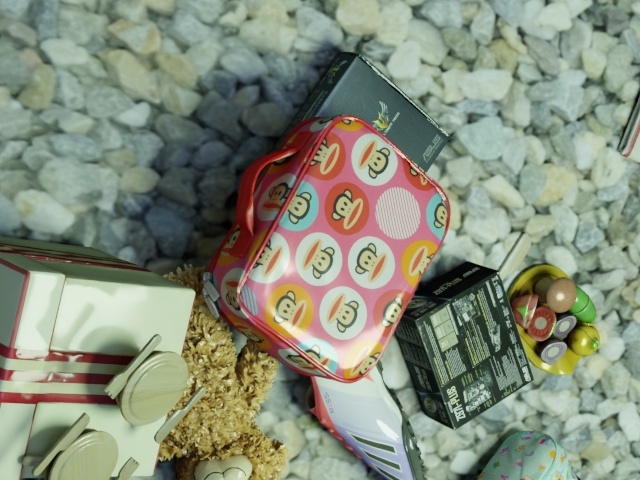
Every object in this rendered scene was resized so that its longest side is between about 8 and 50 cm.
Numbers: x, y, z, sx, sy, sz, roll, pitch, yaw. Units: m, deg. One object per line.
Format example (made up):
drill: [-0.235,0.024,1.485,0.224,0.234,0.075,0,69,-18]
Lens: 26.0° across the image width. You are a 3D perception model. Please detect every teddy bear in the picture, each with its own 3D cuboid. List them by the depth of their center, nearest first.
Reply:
teddy bear: [-0.155,0.194,1.704,0.245,0.113,0.337,-10,105,-25]

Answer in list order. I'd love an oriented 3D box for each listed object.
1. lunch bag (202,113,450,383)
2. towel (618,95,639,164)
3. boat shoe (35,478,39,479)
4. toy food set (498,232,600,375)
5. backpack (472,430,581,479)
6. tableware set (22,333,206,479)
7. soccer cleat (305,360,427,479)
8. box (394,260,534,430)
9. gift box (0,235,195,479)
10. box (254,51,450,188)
lunch bag: [0.000,0.000,1.661,0.258,0.120,0.293,39,72,-27]
towel: [0.610,-0.185,2.098,0.329,0.037,0.237,19,92,-29]
boat shoe: [-0.294,0.337,1.664,0.258,0.089,0.109,11,107,-15]
toy food set: [0.335,0.107,1.981,0.128,0.071,0.218,-50,118,-12]
backpack: [0.290,0.363,1.968,0.182,0.152,0.115,-48,132,-27]
tableware set: [-0.217,0.187,1.436,0.194,0.039,0.128,-48,142,-13]
soccer cleat: [0.047,0.227,1.840,0.116,0.108,0.318,-26,115,-1]
box: [0.194,0.144,1.906,0.147,0.077,0.180,-30,113,-21]
gift box: [-0.334,0.126,1.516,0.258,0.276,0.255,9,92,-46]
box: [0.035,-0.097,1.779,0.183,0.059,0.232,39,81,-28]
